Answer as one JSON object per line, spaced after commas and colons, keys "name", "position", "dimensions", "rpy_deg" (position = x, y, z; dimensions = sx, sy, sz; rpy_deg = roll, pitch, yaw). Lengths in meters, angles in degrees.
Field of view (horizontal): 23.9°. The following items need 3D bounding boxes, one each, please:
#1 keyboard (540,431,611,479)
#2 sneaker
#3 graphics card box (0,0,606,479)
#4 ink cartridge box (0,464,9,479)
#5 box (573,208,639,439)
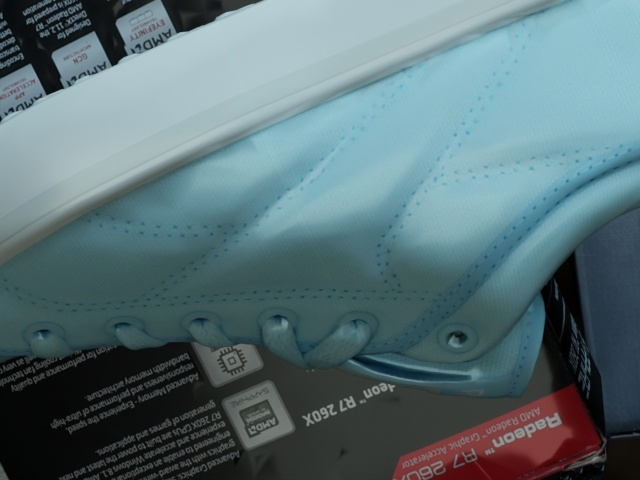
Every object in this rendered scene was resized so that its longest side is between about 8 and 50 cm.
{"name": "keyboard", "position": [0.109, 0.163, 0.674], "dimensions": [0.038, 0.100, 0.192], "rpy_deg": [27, 133, 26]}
{"name": "sneaker", "position": [0.000, 0.000, 0.486], "dimensions": [0.366, 0.135, 0.150], "rpy_deg": [-24, 92, 10]}
{"name": "graphics card box", "position": [-0.065, -0.047, 0.605], "dimensions": [0.232, 0.094, 0.371], "rpy_deg": [-25, 98, 15]}
{"name": "ink cartridge box", "position": [-0.160, 0.159, 0.755], "dimensions": [0.232, 0.066, 0.189], "rpy_deg": [33, 112, -29]}
{"name": "box", "position": [0.192, -0.037, 0.625], "dimensions": [0.183, 0.059, 0.233], "rpy_deg": [-6, 110, 10]}
